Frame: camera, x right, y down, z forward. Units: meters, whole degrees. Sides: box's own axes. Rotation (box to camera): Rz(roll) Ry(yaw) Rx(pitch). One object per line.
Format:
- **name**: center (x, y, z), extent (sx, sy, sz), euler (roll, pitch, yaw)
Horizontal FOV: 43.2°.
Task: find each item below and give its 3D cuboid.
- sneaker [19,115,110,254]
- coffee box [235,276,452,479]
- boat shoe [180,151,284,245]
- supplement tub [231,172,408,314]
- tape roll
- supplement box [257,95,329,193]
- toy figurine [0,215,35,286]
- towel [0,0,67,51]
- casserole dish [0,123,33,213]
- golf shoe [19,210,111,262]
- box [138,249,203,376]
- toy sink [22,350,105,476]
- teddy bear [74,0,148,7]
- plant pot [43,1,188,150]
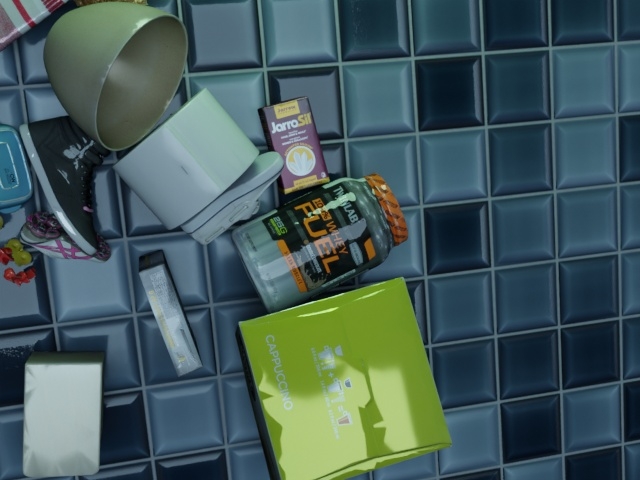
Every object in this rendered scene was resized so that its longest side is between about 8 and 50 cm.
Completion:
- **sneaker**: center (-0.476, -0.126, 1.617), extent (0.146, 0.104, 0.296), euler (-25, 87, -5)
- **coffee box**: center (0.027, 0.294, 1.652), extent (0.338, 0.334, 0.338), euler (-14, 82, -10)
- **boat shoe**: center (-0.172, -0.082, 1.698), extent (0.267, 0.096, 0.088), euler (-37, 119, 12)
- **supplement tub**: center (0.000, 0.000, 1.709), extent (0.338, 0.207, 0.207), euler (-27, 103, -7)
- **tape roll**: center (-0.266, -0.162, 1.608), extent (0.246, 0.246, 0.169), euler (-41, 105, -4)
- **supplement box**: center (-0.058, -0.205, 1.729), extent (0.104, 0.081, 0.188), euler (-17, 102, -9)
- **toy figurine**: center (-0.757, -0.007, 1.561), extent (0.217, 0.191, 0.363), euler (-35, 103, 0)
- **towel**: center (-0.549, -0.546, 1.528), extent (0.329, 0.037, 0.237), euler (-35, 86, 6)
- **casserole dish**: center (-0.634, -0.147, 1.609), extent (0.114, 0.037, 0.188), euler (-20, 103, -41)
- **golf shoe**: center (-0.529, 0.005, 1.677), extent (0.186, 0.067, 0.086), euler (25, 130, -23)
- **box**: center (-0.313, 0.146, 1.677), extent (0.056, 0.183, 0.231), euler (-20, 103, -8)
- **toy sink**: center (-0.533, 0.356, 1.689), extent (0.152, 0.131, 0.234), euler (1, 94, -12)
- **teddy bear**: center (-0.398, -0.612, 1.578), extent (0.245, 0.113, 0.338), euler (31, 91, -13)
- **plant pot**: center (-0.415, -0.342, 1.557), extent (0.191, 0.284, 0.284), euler (30, 92, 11)
